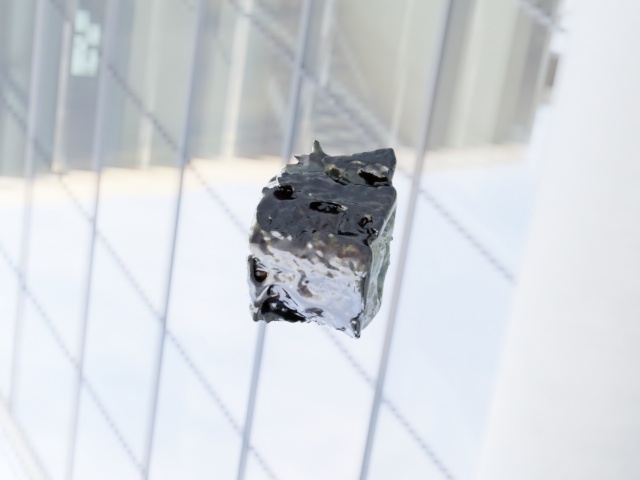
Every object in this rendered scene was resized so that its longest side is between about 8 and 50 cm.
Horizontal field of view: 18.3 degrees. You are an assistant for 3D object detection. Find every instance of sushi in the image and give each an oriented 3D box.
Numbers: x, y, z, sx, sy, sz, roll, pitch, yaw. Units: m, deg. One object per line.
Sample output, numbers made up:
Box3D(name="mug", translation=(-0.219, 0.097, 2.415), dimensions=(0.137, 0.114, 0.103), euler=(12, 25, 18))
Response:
Box3D(name="sushi", translation=(0.000, 0.002, 1.166), dimensions=(0.084, 0.098, 0.094), euler=(8, -150, 11))
